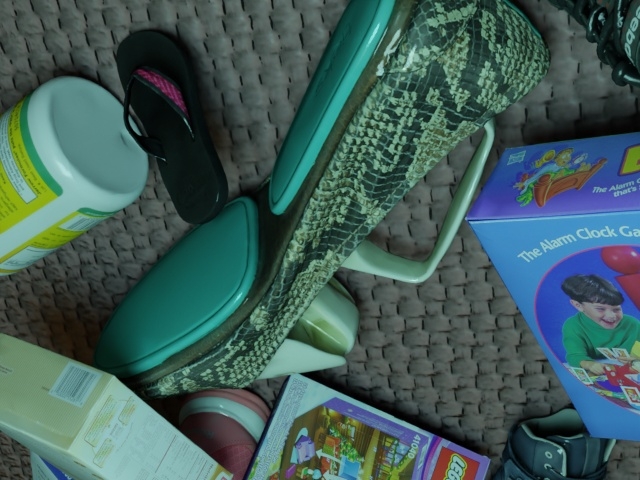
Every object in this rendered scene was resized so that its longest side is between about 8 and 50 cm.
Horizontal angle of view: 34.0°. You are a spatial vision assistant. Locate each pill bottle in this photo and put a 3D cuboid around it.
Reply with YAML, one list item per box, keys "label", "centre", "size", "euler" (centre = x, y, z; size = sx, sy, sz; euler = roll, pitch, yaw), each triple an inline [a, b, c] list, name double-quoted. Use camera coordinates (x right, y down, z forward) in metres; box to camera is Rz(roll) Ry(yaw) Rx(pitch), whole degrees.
- label: "pill bottle"
  centre: [-0.254, -0.041, 0.877]
  size: [0.208, 0.118, 0.118]
  euler: [-28, 111, 29]

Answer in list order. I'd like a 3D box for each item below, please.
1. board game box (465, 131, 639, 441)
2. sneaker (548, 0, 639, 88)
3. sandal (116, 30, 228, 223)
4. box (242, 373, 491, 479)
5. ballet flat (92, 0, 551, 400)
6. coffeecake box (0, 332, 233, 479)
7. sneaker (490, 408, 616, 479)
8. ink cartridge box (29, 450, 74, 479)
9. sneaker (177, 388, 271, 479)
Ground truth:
- label: "board game box"
  centre: [0.296, 0.036, 0.657]
  size: [0.347, 0.078, 0.233]
  euler: [-3, 132, 42]
- label: "sneaker"
  centre: [0.189, -0.157, 0.619]
  size: [0.276, 0.135, 0.098]
  euler: [31, 138, 31]
- label: "sandal"
  centre: [-0.120, -0.093, 0.790]
  size: [0.067, 0.040, 0.179]
  euler: [-44, 58, 32]
- label: "box"
  centre: [0.007, 0.290, 0.921]
  size: [0.200, 0.293, 0.057]
  euler: [25, 161, -3]
- label: "ballet flat"
  centre: [0.000, 0.000, 0.820]
  size: [0.182, 0.164, 0.483]
  euler: [27, 125, -21]
- label: "coffeecake box"
  centre: [-0.181, 0.164, 0.865]
  size: [0.142, 0.068, 0.185]
  euler: [12, 152, 36]
- label: "sneaker"
  centre: [0.228, 0.248, 0.888]
  size: [0.226, 0.086, 0.163]
  euler: [46, 133, 40]
- label: "ink cartridge box"
  centre: [-0.210, 0.290, 1.039]
  size: [0.223, 0.045, 0.224]
  euler: [40, 141, 26]
- label: "sneaker"
  centre: [-0.083, 0.298, 1.036]
  size: [0.115, 0.136, 0.314]
  euler: [-8, 120, 22]
